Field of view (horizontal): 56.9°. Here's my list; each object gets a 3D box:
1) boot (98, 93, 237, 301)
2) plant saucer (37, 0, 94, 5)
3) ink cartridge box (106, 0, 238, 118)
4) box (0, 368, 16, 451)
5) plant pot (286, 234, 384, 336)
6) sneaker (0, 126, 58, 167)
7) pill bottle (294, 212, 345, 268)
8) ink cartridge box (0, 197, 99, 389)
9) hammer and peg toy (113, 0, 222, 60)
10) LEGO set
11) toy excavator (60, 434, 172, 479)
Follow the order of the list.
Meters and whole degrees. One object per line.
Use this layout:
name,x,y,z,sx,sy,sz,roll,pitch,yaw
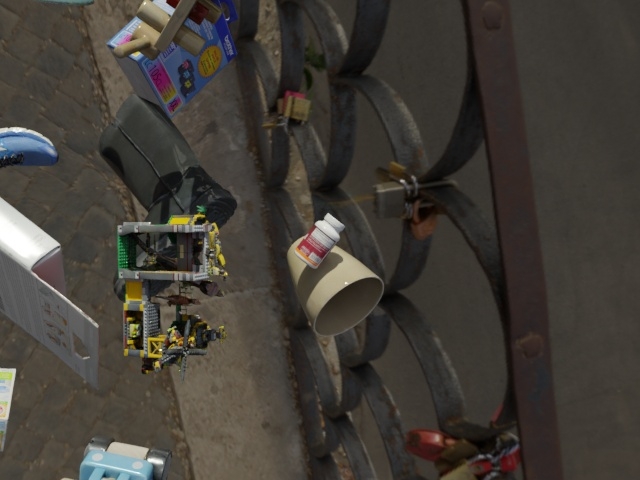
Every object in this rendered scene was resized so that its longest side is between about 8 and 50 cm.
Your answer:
boot,-0.457,-0.116,1.484,0.367,0.146,0.445,-43,64,1
plant saucer,-0.625,-0.538,1.195,0.317,0.317,0.044,6,117,-19
ink cartridge box,-0.424,-0.613,1.823,0.151,0.270,0.395,31,71,22
box,-0.844,0.423,1.489,0.114,0.203,0.103,9,112,-25
plant pot,0.018,0.115,1.854,0.256,0.274,0.256,-25,144,-20
sneaker,-0.895,-0.223,1.614,0.330,0.130,0.147,-2,58,-26
pill bottle,0.000,0.000,1.702,0.086,0.086,0.152,37,93,-18
ink cartridge box,-0.398,0.086,0.868,0.239,0.275,0.060,36,54,3
hammer and peg toy,-0.234,-0.443,1.083,0.127,0.266,0.361,32,122,-21
LEGO set,-0.235,0.089,1.106,0.192,0.255,0.331,0,84,22
toy excavator,-0.541,0.667,1.467,0.222,0.445,0.433,12,113,0
